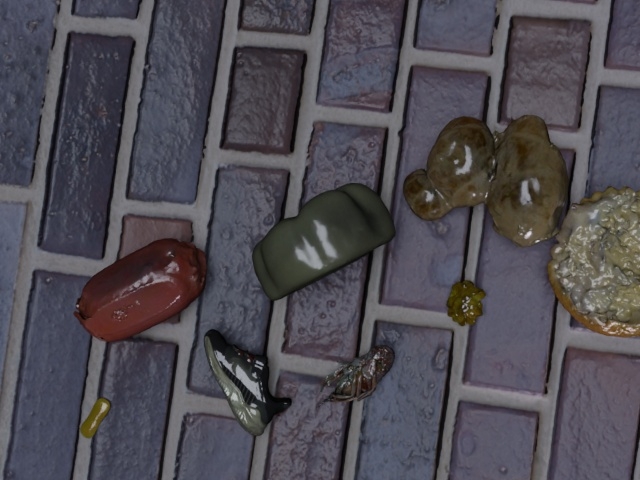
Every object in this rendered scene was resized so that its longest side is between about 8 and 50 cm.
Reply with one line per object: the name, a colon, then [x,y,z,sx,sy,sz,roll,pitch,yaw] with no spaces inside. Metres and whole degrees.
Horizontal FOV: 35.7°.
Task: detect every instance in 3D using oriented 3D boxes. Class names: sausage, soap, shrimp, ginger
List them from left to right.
soap: [-0.459,0.361,2.022,0.034,0.012,0.089,31,93,10]
sausage: [-0.351,0.097,1.948,0.279,0.152,0.152,-27,83,6]
shrimp: [0.064,0.268,1.911,0.190,0.075,0.073,-36,114,16]
ginger: [0.308,-0.122,1.854,0.304,0.155,0.245,11,96,18]

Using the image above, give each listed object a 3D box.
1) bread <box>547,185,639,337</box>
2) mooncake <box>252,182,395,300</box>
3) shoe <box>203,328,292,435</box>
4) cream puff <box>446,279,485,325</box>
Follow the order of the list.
bread: [0.547,0.042,1.796,0.274,0.149,0.274,-1,85,13]
mooncake: [0.000,0.000,1.837,0.275,0.275,0.135,-31,86,7]
shoe: [-0.142,0.264,1.937,0.112,0.099,0.228,-26,87,1]
cream puff: [0.274,0.118,1.884,0.083,0.058,0.083,-45,79,7]
